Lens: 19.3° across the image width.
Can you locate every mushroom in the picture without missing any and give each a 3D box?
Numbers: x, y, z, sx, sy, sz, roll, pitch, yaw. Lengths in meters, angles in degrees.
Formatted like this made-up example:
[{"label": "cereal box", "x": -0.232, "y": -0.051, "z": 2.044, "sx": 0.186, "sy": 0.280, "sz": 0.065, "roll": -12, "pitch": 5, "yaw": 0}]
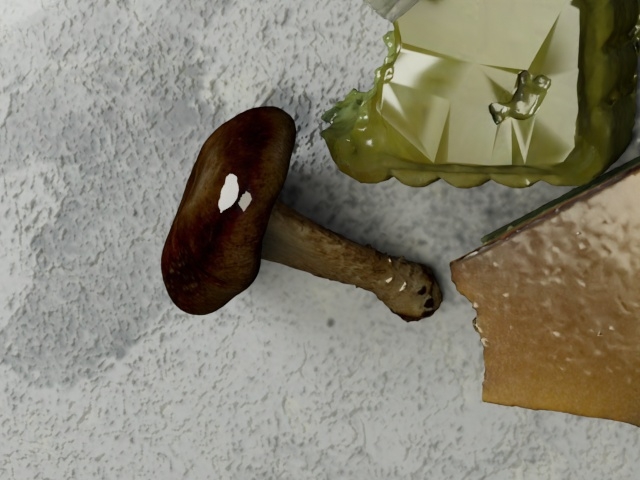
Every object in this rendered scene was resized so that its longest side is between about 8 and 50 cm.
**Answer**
[{"label": "mushroom", "x": 0.000, "y": 0.000, "z": 1.416, "sx": 0.218, "sy": 0.227, "sz": 0.148, "roll": 20, "pitch": 75, "yaw": -7}]

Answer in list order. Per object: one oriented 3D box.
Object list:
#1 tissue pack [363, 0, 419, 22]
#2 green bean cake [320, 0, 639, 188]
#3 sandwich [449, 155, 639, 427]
[{"label": "tissue pack", "x": 0.008, "y": -0.313, "z": 1.290, "sx": 0.170, "sy": 0.071, "sz": 0.325, "roll": -42, "pitch": 61, "yaw": 7}, {"label": "green bean cake", "x": 0.107, "y": -0.158, "z": 1.349, "sx": 0.233, "sy": 0.124, "sz": 0.236, "roll": 4, "pitch": 105, "yaw": 20}, {"label": "sandwich", "x": 0.195, "y": 0.013, "z": 1.364, "sx": 0.186, "sy": 0.108, "sz": 0.220, "roll": 10, "pitch": 108, "yaw": 17}]
